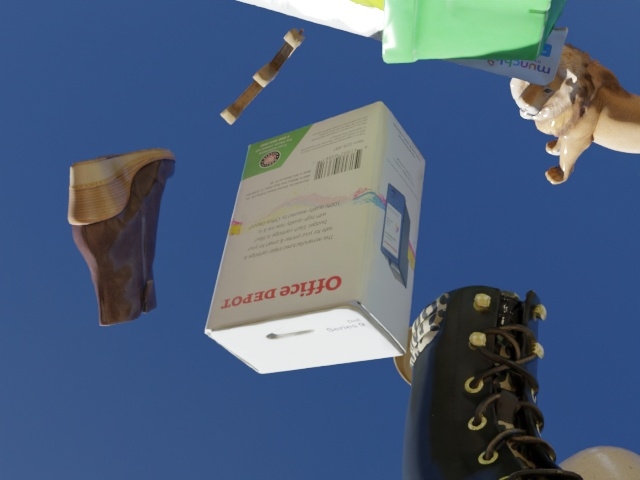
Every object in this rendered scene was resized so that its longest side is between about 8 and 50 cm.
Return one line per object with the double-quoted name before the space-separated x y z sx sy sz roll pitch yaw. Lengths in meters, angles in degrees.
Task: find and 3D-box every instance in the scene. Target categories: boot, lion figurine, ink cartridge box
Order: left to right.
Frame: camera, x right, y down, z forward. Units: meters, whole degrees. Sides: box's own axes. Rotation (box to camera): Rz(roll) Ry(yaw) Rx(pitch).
"boot" -0.249 -0.012 1.066 0.090 0.248 0.206 -6 -80 15
"ink cartridge box" 0.000 0.000 0.718 0.154 0.093 0.212 -14 -132 30
"boot" 0.094 0.095 0.406 0.085 0.236 0.178 16 -120 -11
"lion figurine" 0.485 -0.177 1.268 0.393 0.240 0.142 14 -129 8

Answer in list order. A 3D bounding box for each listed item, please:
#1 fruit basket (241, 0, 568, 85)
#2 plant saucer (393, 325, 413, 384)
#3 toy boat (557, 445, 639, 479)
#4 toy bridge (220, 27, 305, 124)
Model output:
"fruit basket" 0.021 -0.278 0.553 0.353 0.327 0.165 26 -121 21
"plant saucer" 0.101 0.103 0.669 0.084 0.015 0.083 4 -139 -3
"toy boat" 0.313 0.277 0.708 0.148 0.318 0.267 36 -151 -13
"toy bridge" -0.086 -0.263 1.275 0.026 0.188 0.063 42 -153 -7
